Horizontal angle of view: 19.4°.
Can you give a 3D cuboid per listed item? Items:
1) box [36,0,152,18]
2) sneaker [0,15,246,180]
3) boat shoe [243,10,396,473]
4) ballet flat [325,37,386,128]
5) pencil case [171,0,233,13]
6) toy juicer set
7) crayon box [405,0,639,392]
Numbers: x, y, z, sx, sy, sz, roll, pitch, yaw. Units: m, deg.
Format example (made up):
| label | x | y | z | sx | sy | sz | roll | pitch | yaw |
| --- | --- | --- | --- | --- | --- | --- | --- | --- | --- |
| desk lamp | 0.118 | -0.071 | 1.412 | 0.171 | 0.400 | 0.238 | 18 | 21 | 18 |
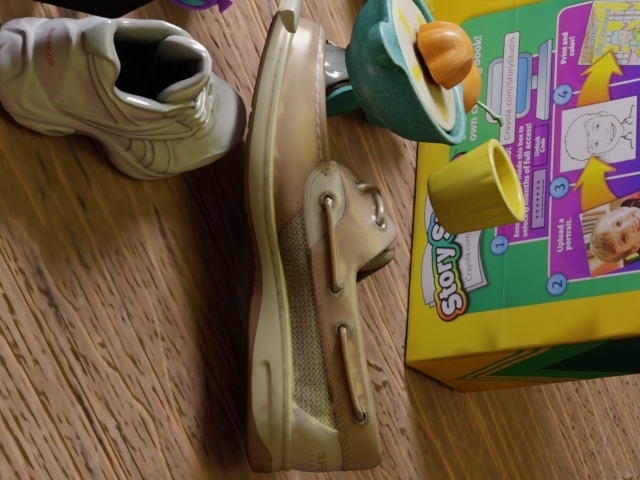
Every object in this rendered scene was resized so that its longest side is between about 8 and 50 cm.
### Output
| label | x | y | z | sx | sy | sz | roll | pitch | yaw |
| --- | --- | --- | --- | --- | --- | --- | --- | --- | --- |
| box | -0.245 | -0.310 | 1.006 | 0.395 | 0.097 | 0.318 | 6 | 70 | -47 |
| sneaker | -0.107 | -0.098 | 1.268 | 0.232 | 0.115 | 0.090 | 11 | 74 | -56 |
| boat shoe | 0.000 | 0.000 | 1.384 | 0.121 | 0.110 | 0.341 | 90 | 1 | -86 |
| ballet flat | 0.034 | -0.137 | 1.551 | 0.068 | 0.072 | 0.213 | 56 | 25 | 17 |
| pencil case | -0.072 | -0.238 | 1.404 | 0.070 | 0.064 | 0.151 | 39 | 47 | -15 |
| toy juicer set | 0.067 | -0.162 | 1.413 | 0.329 | 0.089 | 0.209 | 46 | 31 | -48 |
| crayon box | 0.236 | -0.067 | 1.615 | 0.106 | 0.313 | 0.363 | 28 | 60 | -48 |
